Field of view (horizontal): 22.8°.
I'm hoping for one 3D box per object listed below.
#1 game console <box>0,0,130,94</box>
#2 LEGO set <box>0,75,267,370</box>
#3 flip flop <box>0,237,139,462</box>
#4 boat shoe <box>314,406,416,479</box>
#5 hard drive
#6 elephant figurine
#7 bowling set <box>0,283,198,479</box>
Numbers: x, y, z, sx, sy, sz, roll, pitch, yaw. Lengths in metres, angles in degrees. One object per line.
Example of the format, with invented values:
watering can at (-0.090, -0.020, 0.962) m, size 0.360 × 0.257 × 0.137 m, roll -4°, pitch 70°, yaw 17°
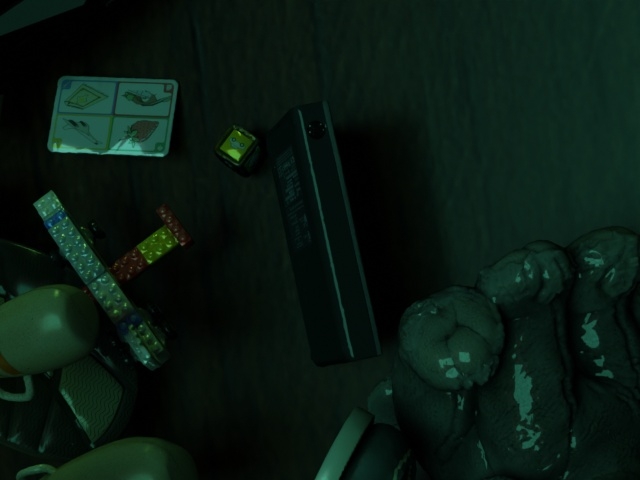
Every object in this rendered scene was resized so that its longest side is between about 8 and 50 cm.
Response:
game console at (-0.224, -0.274, 0.951) m, size 0.213 × 0.044 × 0.361 m, roll -34°, pitch 77°, yaw 6°
LEGO set at (-0.158, -0.020, 0.908) m, size 0.244 × 0.060 × 0.183 m, roll 3°, pitch 74°, yaw 12°
flip flop at (-0.229, 0.049, 0.969) m, size 0.277 × 0.080 × 0.112 m, roll 20°, pitch 74°, yaw 17°
boat shoe at (0.031, 0.222, 0.799) m, size 0.099 × 0.116 × 0.319 m, roll 15°, pitch 123°, yaw 17°
hard drive at (0.000, 0.000, 0.855) m, size 0.022 × 0.094 × 0.135 m, roll -11°, pitch 86°, yaw -12°
elephant figurine at (0.130, 0.130, 0.749) m, size 0.169 × 0.186 × 0.239 m, roll -25°, pitch 72°, yaw 3°
bowling set at (-0.154, 0.182, 0.826) m, size 0.154 × 0.200 × 0.287 m, roll -19°, pitch 113°, yaw 27°
